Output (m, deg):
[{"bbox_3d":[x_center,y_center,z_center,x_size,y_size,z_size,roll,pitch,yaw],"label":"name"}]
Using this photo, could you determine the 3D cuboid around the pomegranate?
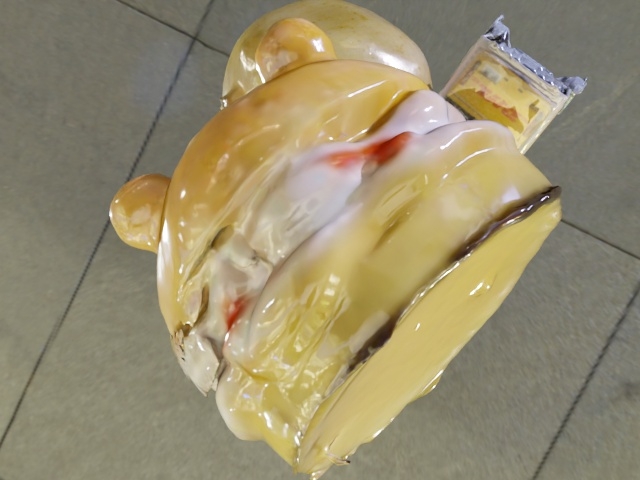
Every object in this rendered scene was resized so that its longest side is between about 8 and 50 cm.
[{"bbox_3d":[0.005,-0.149,1.036,0.233,0.233,0.233,0,96,3],"label":"pomegranate"}]

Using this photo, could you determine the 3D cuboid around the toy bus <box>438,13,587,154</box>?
[{"bbox_3d":[0.169,-0.123,0.903,0.097,0.342,0.138,36,101,4],"label":"toy bus"}]

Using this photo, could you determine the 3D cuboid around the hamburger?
[{"bbox_3d":[0.000,0.000,0.655,0.237,0.276,0.276,43,97,18],"label":"hamburger"}]
